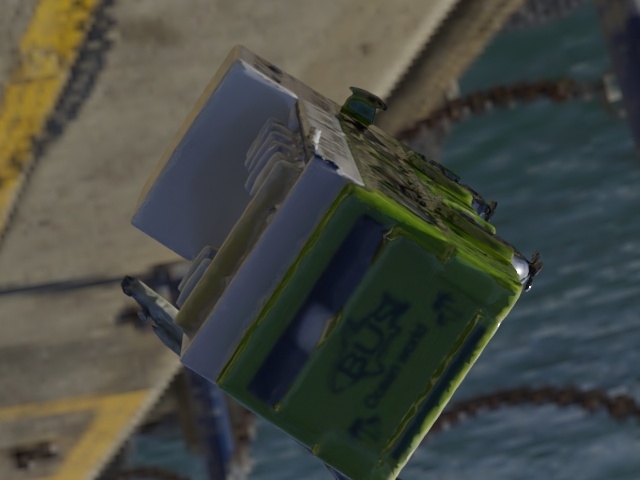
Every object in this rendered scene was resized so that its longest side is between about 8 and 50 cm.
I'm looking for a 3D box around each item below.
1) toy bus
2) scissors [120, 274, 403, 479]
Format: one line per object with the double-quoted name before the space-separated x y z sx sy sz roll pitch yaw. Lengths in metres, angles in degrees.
"toy bus" 0.000 0.000 0.831 0.139 0.113 0.302 32 -173 -8
"scissors" 0.000 0.119 1.150 0.300 0.022 0.109 40 154 -11
